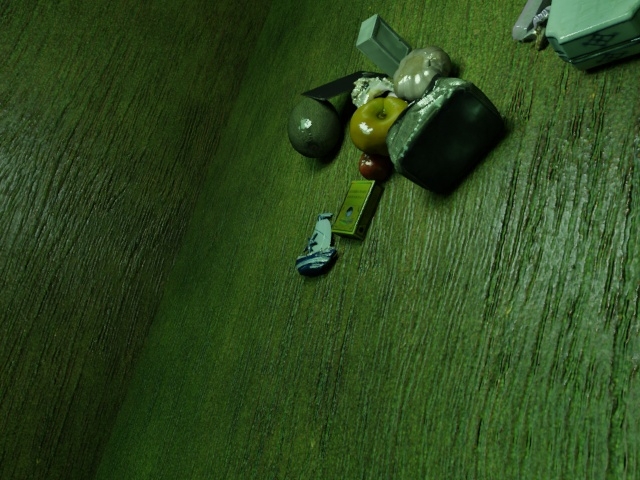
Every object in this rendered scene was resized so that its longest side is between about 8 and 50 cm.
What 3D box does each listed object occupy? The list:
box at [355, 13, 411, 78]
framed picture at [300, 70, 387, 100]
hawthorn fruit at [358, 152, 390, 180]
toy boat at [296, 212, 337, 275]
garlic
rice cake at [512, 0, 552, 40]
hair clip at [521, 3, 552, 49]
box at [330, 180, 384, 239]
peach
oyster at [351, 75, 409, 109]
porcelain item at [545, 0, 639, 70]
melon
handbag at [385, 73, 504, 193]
[{"bbox_3d":[0.262,-0.790,2.109,0.086,0.225,0.130,-10,59,49],"label":"box"},{"bbox_3d":[0.100,-0.684,2.263,0.323,0.013,0.244,-25,30,-17],"label":"framed picture"},{"bbox_3d":[0.199,-0.282,1.914,0.128,0.128,0.128,-33,43,36],"label":"hawthorn fruit"},{"bbox_3d":[-0.022,0.019,2.045,0.210,0.070,0.292,-36,37,26],"label":"toy boat"},{"bbox_3d":[0.375,-0.600,1.886,0.227,0.152,0.228,-26,46,30],"label":"garlic"},{"bbox_3d":[0.723,-0.807,1.659,0.072,0.056,0.365,24,87,55],"label":"rice cake"},{"bbox_3d":[0.736,-0.705,1.551,0.292,0.085,0.106,-44,-7,20],"label":"hair clip"},{"bbox_3d":[0.137,-0.115,1.928,0.140,0.064,0.220,11,77,55],"label":"box"},{"bbox_3d":[0.227,-0.412,1.851,0.250,0.153,0.251,-3,49,4],"label":"peach"},{"bbox_3d":[0.251,-0.531,2.043,0.201,0.107,0.355,-40,62,27],"label":"oyster"},{"bbox_3d":[0.767,-0.615,1.364,0.281,0.157,0.286,-6,60,49],"label":"porcelain item"},{"bbox_3d":[-0.028,-0.504,2.282,0.237,0.237,0.302,-36,36,33],"label":"melon"},{"bbox_3d":[0.374,-0.347,1.638,0.341,0.247,0.240,-50,23,20],"label":"handbag"}]
